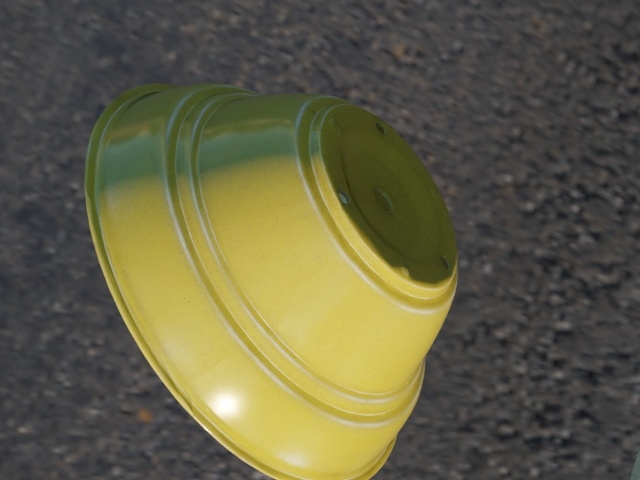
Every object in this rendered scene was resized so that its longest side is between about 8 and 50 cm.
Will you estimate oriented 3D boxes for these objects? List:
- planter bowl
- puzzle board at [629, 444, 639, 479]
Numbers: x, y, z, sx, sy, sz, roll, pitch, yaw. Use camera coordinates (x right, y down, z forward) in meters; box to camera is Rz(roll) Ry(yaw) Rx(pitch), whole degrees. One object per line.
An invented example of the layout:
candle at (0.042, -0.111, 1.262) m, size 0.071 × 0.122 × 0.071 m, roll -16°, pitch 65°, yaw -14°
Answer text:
planter bowl at (0.000, 0.000, 0.913) m, size 0.090 × 0.217 × 0.217 m, roll -31°, pitch 65°, yaw 29°
puzzle board at (0.172, 0.111, 0.729) m, size 0.128 × 0.011 × 0.096 m, roll 2°, pitch 45°, yaw 27°
